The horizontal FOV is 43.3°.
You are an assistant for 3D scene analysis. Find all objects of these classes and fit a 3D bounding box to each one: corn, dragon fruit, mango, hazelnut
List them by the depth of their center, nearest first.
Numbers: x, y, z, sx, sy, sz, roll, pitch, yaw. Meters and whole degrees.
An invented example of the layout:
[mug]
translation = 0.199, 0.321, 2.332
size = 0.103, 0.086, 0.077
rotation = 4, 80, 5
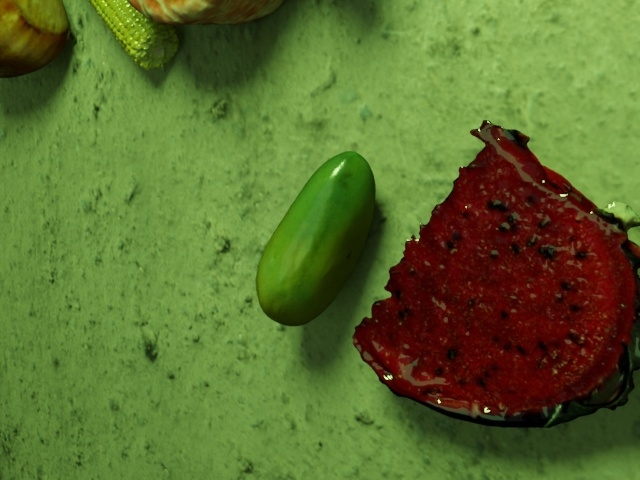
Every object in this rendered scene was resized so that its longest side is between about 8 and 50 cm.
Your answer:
[dragon fruit]
translation = 0.208, 0.075, 0.863
size = 0.282, 0.100, 0.344
rotation = 44, 125, 17
[mango]
translation = 0.002, 0.001, 0.970
size = 0.091, 0.137, 0.237
rotation = 39, 107, 21
[corn]
translation = -0.286, -0.351, 1.116
size = 0.081, 0.081, 0.248
rotation = -42, 77, 35
[hazelnut]
translation = -0.462, -0.323, 1.199
size = 0.182, 0.182, 0.182
rotation = 9, 107, 33

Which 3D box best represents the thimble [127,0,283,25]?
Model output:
[thimble]
translation = -0.135, -0.372, 0.954
size = 0.239, 0.162, 0.239
rotation = 10, 108, 34
